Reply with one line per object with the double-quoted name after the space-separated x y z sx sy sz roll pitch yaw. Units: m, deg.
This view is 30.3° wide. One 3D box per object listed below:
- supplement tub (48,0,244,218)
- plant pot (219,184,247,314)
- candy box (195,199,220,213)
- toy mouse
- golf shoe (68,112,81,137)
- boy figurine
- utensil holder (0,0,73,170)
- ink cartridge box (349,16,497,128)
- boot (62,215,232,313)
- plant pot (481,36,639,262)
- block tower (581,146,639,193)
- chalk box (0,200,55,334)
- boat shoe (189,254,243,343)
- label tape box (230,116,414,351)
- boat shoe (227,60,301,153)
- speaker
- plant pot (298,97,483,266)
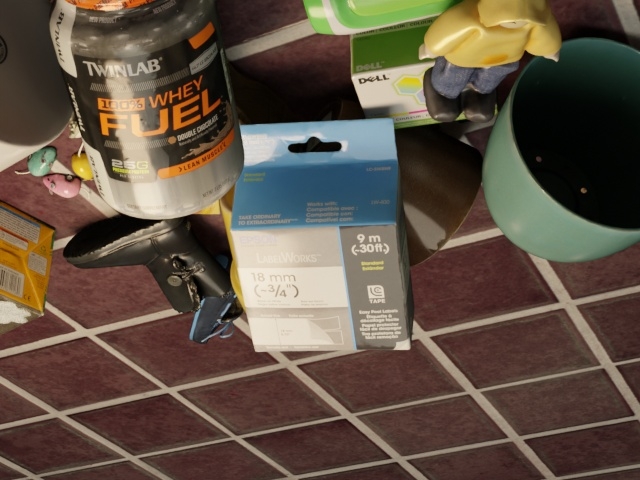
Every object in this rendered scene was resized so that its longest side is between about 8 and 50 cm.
-0.219 -0.212 1.500 0.207 0.207 0.338 -4 130 7 "supplement tub"
-0.044 -0.008 1.903 0.254 0.254 0.239 -10 132 17 "plant pot"
-0.218 -0.113 1.896 0.109 0.053 0.186 1 149 -1 "candy box"
-0.431 -0.106 1.927 0.143 0.031 0.161 -3 148 5 "toy mouse"
-0.316 -0.199 1.749 0.086 0.069 0.176 13 147 -29 "golf shoe"
0.215 -0.240 1.433 0.177 0.092 0.285 2 161 -12 "boy figurine"
-0.557 -0.186 1.530 0.385 0.327 0.327 -21 142 28 "utensil holder"
0.129 -0.270 1.600 0.189 0.097 0.255 -8 148 12 "ink cartridge box"
-0.299 0.051 2.068 0.246 0.094 0.207 -18 123 17 "boot"
0.364 -0.102 1.681 0.293 0.293 0.235 7 156 -11 "plant pot"
0.477 -0.108 1.862 0.097 0.091 0.335 13 145 -20 "block tower"
-0.630 0.066 2.070 0.289 0.179 0.180 -22 142 33 "chalk box"
-0.187 0.129 2.228 0.089 0.109 0.258 18 148 -6 "boat shoe"
0.000 0.000 1.700 0.241 0.106 0.333 -2 123 11 "label tape box"
-0.135 -0.182 1.739 0.098 0.109 0.302 -21 137 36 "boat shoe"
0.128 -0.338 1.456 0.297 0.131 0.131 -10 147 12 "speaker"
0.088 -0.108 1.784 0.230 0.215 0.215 32 138 -21 "plant pot"
